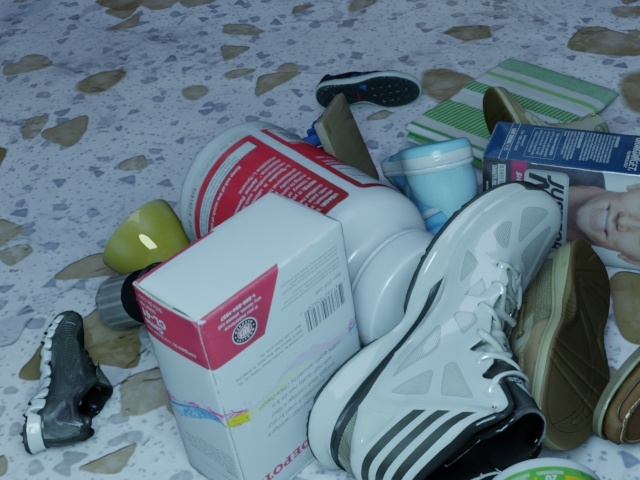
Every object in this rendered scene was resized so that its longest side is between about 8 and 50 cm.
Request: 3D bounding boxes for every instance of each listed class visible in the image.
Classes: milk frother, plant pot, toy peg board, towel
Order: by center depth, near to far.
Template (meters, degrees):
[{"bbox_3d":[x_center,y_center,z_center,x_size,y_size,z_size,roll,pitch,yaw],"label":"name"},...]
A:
[{"bbox_3d":[-0.244,0.116,1.486,0.135,0.129,0.143,-16,52,53],"label":"milk frother"},{"bbox_3d":[-0.250,0.018,1.599,0.095,0.134,0.134,41,54,14],"label":"plant pot"},{"bbox_3d":[0.017,-0.132,1.698,0.079,0.160,0.161,-18,19,21],"label":"toy peg board"},{"bbox_3d":[0.341,-0.224,1.873,0.248,0.038,0.325,26,46,34],"label":"towel"}]

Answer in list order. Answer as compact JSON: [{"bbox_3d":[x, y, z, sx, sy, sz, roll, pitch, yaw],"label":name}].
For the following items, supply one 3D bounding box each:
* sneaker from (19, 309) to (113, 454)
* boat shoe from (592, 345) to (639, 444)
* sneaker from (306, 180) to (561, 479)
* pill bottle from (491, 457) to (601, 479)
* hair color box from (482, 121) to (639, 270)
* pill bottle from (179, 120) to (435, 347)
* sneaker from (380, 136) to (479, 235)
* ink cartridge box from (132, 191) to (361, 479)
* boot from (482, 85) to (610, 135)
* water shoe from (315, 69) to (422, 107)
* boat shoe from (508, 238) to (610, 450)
[{"bbox_3d":[-0.330,0.188,1.419,0.106,0.078,0.234,-3,41,2],"label":"sneaker"},{"bbox_3d":[0.466,0.165,1.276,0.307,0.110,0.104,-29,41,-25],"label":"boat shoe"},{"bbox_3d":[0.208,0.132,1.234,0.447,0.169,0.257,-51,39,-15],"label":"sneaker"},{"bbox_3d":[0.243,0.353,1.047,0.136,0.136,0.245,-5,37,3],"label":"pill bottle"},{"bbox_3d":[0.416,-0.060,1.528,0.347,0.173,0.105,8,41,20],"label":"hair color box"},{"bbox_3d":[0.000,0.000,1.478,0.229,0.229,0.408,-31,43,-27],"label":"pill bottle"},{"bbox_3d":[0.177,-0.041,1.601,0.127,0.208,0.319,-13,1,1],"label":"sneaker"},{"bbox_3d":[-0.072,0.131,1.254,0.131,0.306,0.226,26,48,37],"label":"ink cartridge box"},{"bbox_3d":[0.380,-0.183,1.727,0.165,0.077,0.213,-24,73,-24],"label":"boot"},{"bbox_3d":[0.091,-0.298,1.981,0.203,0.072,0.080,-1,35,8],"label":"water shoe"},{"bbox_3d":[0.299,0.141,1.355,0.110,0.121,0.341,-27,24,37],"label":"boat shoe"}]
